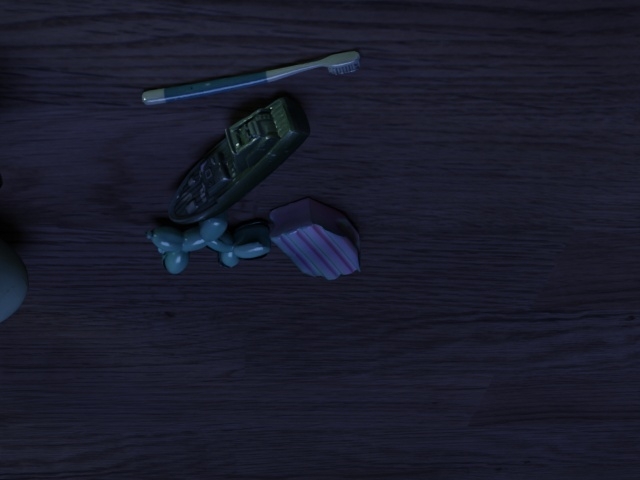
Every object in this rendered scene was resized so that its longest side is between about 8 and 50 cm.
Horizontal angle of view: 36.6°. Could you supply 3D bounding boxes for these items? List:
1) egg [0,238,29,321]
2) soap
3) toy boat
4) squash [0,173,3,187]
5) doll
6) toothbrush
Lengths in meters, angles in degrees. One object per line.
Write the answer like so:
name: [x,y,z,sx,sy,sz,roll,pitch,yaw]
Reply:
egg: [-0.542,0.051,1.346,0.264,0.183,0.183,6,145,-27]
soap: [0.000,0.000,1.447,0.100,0.056,0.149,-17,143,21]
toy boat: [-0.122,-0.096,1.273,0.085,0.078,0.260,7,147,-46]
squash: [-0.469,-0.146,1.100,0.203,0.155,0.237,-5,148,-3]
doll: [-0.173,0.001,1.426,0.159,0.059,0.158,23,136,-36]
toothbrush: [-0.085,-0.196,1.187,0.275,0.019,0.025,-10,153,7]
